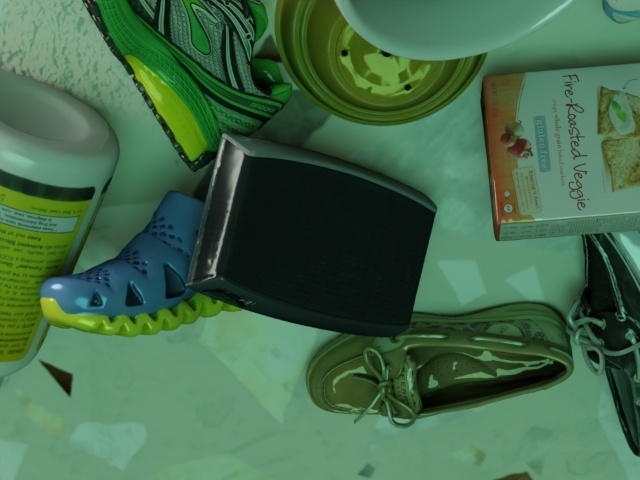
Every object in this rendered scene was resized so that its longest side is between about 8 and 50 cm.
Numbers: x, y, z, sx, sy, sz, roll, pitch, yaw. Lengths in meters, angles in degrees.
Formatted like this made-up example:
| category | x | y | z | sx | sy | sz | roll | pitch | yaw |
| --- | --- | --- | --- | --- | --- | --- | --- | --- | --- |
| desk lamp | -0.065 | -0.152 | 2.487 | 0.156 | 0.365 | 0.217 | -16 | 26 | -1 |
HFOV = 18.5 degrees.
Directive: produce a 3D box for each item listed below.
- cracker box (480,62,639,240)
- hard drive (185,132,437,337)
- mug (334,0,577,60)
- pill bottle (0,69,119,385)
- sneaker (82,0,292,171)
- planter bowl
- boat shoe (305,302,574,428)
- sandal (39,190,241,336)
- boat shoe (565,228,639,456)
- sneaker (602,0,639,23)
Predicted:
| category | x | y | z | sx | sy | sz | roll | pitch | yaw |
| --- | --- | --- | --- | --- | --- | --- | --- | --- | --- |
| cracker box | 0.280 | -0.090 | 1.927 | 0.232 | 0.067 | 0.155 | -5 | 74 | 1 |
| hard drive | 0.000 | 0.000 | 1.933 | 0.255 | 0.054 | 0.172 | 16 | 86 | -34 |
| mug | 0.102 | -0.342 | 1.680 | 0.276 | 0.328 | 0.374 | -41 | 141 | 15 |
| pill bottle | -0.340 | 0.014 | 1.945 | 0.188 | 0.188 | 0.334 | 21 | 112 | -10 |
| sneaker | -0.142 | -0.229 | 1.862 | 0.146 | 0.134 | 0.343 | -31 | 133 | 1 |
| planter bowl | 0.063 | -0.196 | 1.907 | 0.217 | 0.090 | 0.217 | 0 | 115 | 0 |
| boat shoe | 0.123 | 0.133 | 2.058 | 0.285 | 0.089 | 0.104 | -14 | 115 | 6 |
| sandal | -0.142 | 0.014 | 1.942 | 0.317 | 0.126 | 0.138 | -15 | 104 | -39 |
| boat shoe | 0.311 | 0.092 | 2.030 | 0.105 | 0.113 | 0.306 | -26 | 122 | -4 |
| sneaker | 0.381 | -0.259 | 1.892 | 0.229 | 0.087 | 0.092 | -3 | 145 | -8 |
